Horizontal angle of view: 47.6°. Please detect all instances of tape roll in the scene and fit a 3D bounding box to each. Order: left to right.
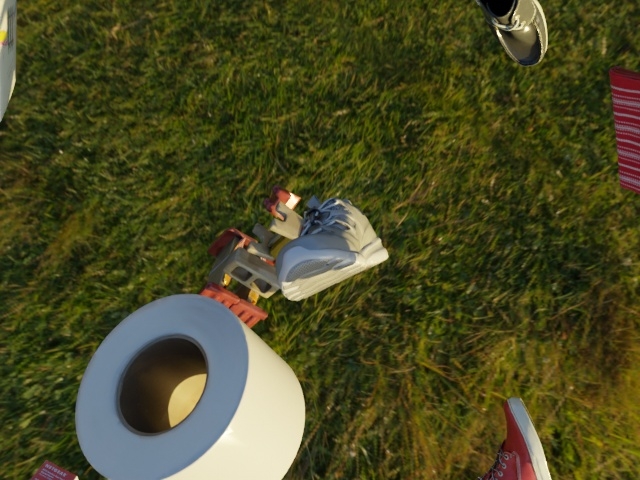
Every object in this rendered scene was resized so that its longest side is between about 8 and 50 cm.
[{"bbox_3d":[-0.162,0.213,0.933,0.246,0.169,0.246,-13,55,18],"label":"tape roll"}]

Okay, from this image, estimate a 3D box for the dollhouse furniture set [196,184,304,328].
[{"bbox_3d":[-0.124,0.033,1.597,0.152,0.374,0.201,33,42,-19],"label":"dollhouse furniture set"}]

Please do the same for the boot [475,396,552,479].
[{"bbox_3d":[0.336,0.422,1.367,0.176,0.088,0.244,-15,102,13],"label":"boot"}]

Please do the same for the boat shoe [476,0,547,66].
[{"bbox_3d":[0.262,-0.332,1.039,0.084,0.233,0.079,-6,51,34],"label":"boat shoe"}]

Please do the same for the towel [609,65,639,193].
[{"bbox_3d":[0.624,-0.184,1.354,0.031,0.199,0.275,-29,124,-13],"label":"towel"}]

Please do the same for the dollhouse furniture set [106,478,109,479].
[{"bbox_3d":[-0.300,0.402,1.172,0.151,0.058,0.076,-38,59,8],"label":"dollhouse furniture set"}]

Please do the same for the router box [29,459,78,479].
[{"bbox_3d":[-0.608,0.672,1.506,0.082,0.336,0.301,22,47,14],"label":"router box"}]

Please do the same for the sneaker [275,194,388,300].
[{"bbox_3d":[0.000,0.000,0.916,0.105,0.281,0.115,-27,86,15],"label":"sneaker"}]

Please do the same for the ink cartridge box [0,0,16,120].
[{"bbox_3d":[-0.414,-0.244,0.809,0.128,0.127,0.176,5,123,-16],"label":"ink cartridge box"}]
